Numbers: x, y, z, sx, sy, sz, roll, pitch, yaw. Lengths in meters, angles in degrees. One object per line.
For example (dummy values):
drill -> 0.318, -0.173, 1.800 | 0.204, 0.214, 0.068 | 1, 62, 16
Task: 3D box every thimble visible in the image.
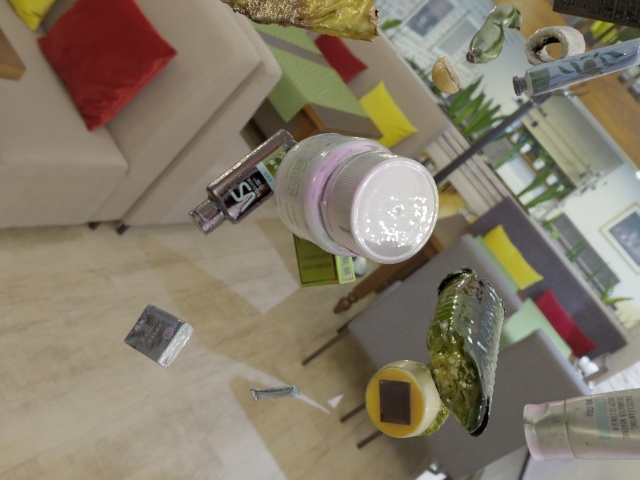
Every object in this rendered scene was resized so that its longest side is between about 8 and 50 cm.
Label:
thimble -> 0.561, -0.461, 1.447 | 0.090, 0.115, 0.102 | -18, 99, -38

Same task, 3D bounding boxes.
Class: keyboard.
keyboard -> 0.517, -0.447, 1.103 | 0.017, 0.087, 0.250 | -11, 31, -17

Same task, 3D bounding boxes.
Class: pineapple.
pineapple -> -0.019, -0.334, 0.736 | 0.249, 0.164, 0.140 | 12, 11, 18

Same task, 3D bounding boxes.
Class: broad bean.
broad bean -> 0.318, -0.379, 1.116 | 0.213, 0.048, 0.070 | -45, 118, -32

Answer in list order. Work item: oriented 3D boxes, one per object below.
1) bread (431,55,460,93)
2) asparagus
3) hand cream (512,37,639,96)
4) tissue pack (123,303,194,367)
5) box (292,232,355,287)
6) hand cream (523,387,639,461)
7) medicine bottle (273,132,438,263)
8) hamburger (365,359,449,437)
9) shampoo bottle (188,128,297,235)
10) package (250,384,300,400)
bread -> 0.299, -0.397, 1.465 | 0.082, 0.056, 0.115 | 50, 25, -26
asparagus -> 0.220, 0.153, 0.934 | 0.128, 0.108, 0.382 | 55, 25, -4
hand cream -> 0.528, -0.350, 1.214 | 0.091, 0.271, 0.058 | 51, 28, -62
tissue pack -> -0.382, 0.223, 1.421 | 0.156, 0.112, 0.051 | 15, -24, 42
box -> 0.000, 0.000, 1.474 | 0.064, 0.141, 0.220 | -6, 88, -44
hand cream -> 0.390, 0.203, 0.668 | 0.070, 0.312, 0.111 | 49, 37, -36
medicine bottle -> 0.066, -0.085, 1.209 | 0.241, 0.241, 0.302 | 33, -4, -32
hamburger -> 0.145, 0.261, 0.997 | 0.081, 0.141, 0.127 | 5, 66, -57
shampoo bottle -> -0.184, -0.139, 1.520 | 0.129, 0.323, 0.084 | 58, -16, -26
package -> -0.098, 0.334, 1.321 | 0.015, 0.110, 0.037 | -82, 160, -52
